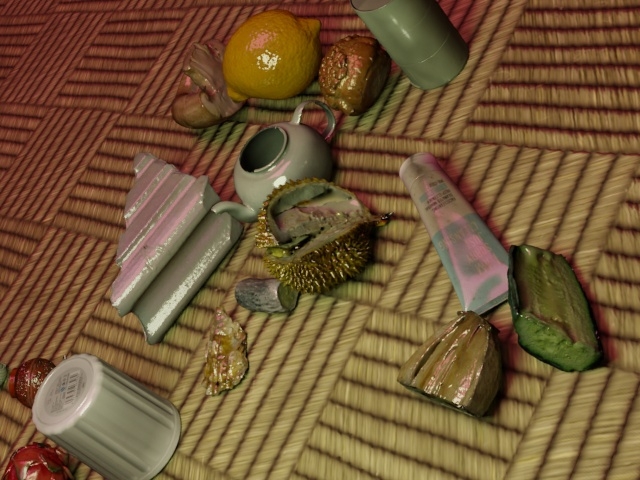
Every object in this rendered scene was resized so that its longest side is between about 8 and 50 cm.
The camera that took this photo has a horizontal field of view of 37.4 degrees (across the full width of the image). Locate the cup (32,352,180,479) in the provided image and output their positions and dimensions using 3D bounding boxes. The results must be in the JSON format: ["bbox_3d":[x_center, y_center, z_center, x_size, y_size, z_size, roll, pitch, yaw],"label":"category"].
[{"bbox_3d":[-0.381,0.304,1.586,0.221,0.202,0.167,-19,46,25],"label":"cup"}]

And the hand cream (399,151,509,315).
[{"bbox_3d":[0.209,-0.015,1.474,0.111,0.070,0.312,-31,47,4],"label":"hand cream"}]

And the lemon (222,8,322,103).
[{"bbox_3d":[-0.098,-0.370,1.908,0.244,0.187,0.187,-35,43,19],"label":"lemon"}]

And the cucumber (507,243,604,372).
[{"bbox_3d":[0.307,0.094,1.301,0.115,0.085,0.193,8,49,-9],"label":"cucumber"}]

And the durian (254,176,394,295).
[{"bbox_3d":[0.000,0.000,1.586,0.237,0.137,0.193,-5,50,-19],"label":"durian"}]

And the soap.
[{"bbox_3d":[-0.323,0.006,1.806,0.258,0.159,0.302,29,76,43],"label":"soap"}]

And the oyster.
[{"bbox_3d":[-0.163,0.198,1.626,0.122,0.045,0.146,24,74,32],"label":"oyster"}]

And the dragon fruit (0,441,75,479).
[{"bbox_3d":[-0.494,0.424,1.651,0.121,0.130,0.142,-11,56,-23],"label":"dragon fruit"}]

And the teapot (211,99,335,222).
[{"bbox_3d":[-0.075,-0.137,1.744,0.193,0.129,0.294,27,77,46],"label":"teapot"}]

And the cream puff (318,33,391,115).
[{"bbox_3d":[0.058,-0.311,1.758,0.115,0.165,0.150,23,99,14],"label":"cream puff"}]

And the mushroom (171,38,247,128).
[{"bbox_3d":[-0.260,-0.313,2.027,0.151,0.156,0.285,-37,29,27],"label":"mushroom"}]

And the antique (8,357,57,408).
[{"bbox_3d":[-0.541,0.275,1.815,0.104,0.104,0.104,-21,47,25],"label":"antique"}]

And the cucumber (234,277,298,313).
[{"bbox_3d":[-0.095,0.095,1.635,0.112,0.064,0.064,-2,57,40],"label":"cucumber"}]

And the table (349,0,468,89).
[{"bbox_3d":[0.161,-0.383,1.684,0.126,0.220,0.126,-21,49,26],"label":"table"}]

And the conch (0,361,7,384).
[{"bbox_3d":[-0.691,0.280,1.961,0.085,0.056,0.076,-40,29,5],"label":"conch"}]

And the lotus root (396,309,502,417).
[{"bbox_3d":[0.202,0.175,1.327,0.144,0.070,0.143,-56,37,-6],"label":"lotus root"}]
